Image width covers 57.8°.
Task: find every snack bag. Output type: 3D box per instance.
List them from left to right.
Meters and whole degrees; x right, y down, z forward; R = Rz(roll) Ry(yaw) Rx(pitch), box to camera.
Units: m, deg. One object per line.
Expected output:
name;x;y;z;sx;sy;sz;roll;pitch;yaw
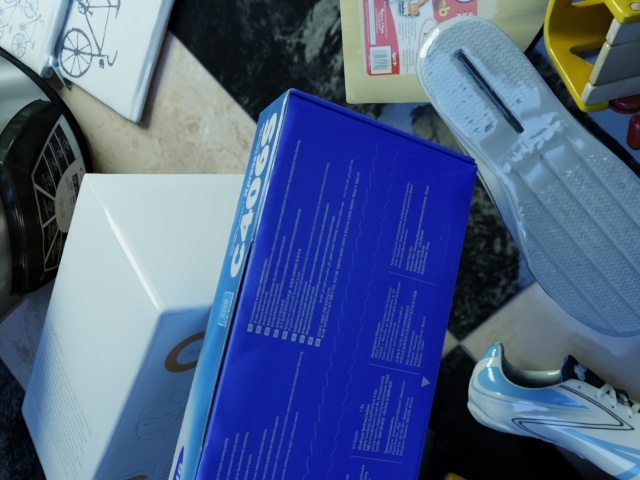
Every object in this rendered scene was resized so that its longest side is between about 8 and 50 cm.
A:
snack bag;-0.305;-0.349;0.719;0.342;0.037;0.323;34;115;17

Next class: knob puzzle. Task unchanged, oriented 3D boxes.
knob puzzle;0.114;-0.218;0.528;0.213;0.030;0.213;7;113;18

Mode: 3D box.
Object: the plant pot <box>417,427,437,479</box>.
plant pot;0.019;0.248;0.593;0.187;0.167;0.188;29;153;20

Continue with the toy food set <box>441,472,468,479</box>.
toy food set;0.156;0.338;0.594;0.104;0.111;0.232;19;110;23

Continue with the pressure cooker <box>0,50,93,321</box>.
pressure cooker;-0.481;-0.064;0.681;0.369;0.420;0.375;-38;106;11

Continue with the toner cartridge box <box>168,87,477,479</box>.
toner cartridge box;-0.001;0.086;0.426;0.075;0.165;0.348;-7;68;68

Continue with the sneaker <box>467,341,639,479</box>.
sneaker;0.253;0.157;0.518;0.237;0.085;0.086;15;101;21

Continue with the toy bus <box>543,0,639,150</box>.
toy bus;0.267;-0.172;0.413;0.191;0.202;0.105;-39;52;36

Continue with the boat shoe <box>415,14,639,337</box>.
boat shoe;0.191;-0.058;0.490;0.109;0.094;0.302;-33;94;19

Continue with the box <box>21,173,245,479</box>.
box;-0.153;0.115;0.607;0.168;0.215;0.345;51;127;29
